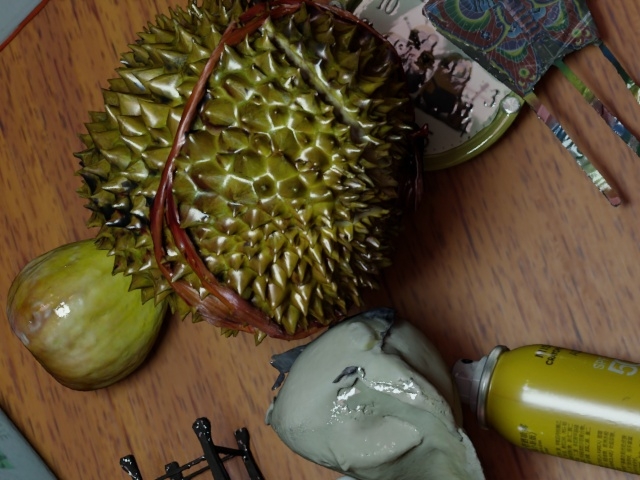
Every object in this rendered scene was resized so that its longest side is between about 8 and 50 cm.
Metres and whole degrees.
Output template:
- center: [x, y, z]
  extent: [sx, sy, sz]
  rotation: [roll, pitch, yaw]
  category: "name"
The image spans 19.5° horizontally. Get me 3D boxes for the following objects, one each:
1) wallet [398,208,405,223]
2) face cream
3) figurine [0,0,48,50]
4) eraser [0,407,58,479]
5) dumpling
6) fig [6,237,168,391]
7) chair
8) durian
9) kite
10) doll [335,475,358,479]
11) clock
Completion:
- center: [0.000, 0.000, 1.919]
  extent: [0.111, 0.030, 0.166]
  rotation: [39, 98, 20]
  category: "wallet"
- center: [0.288, 0.165, 1.748]
  extent: [0.349, 0.105, 0.105]
  rotation: [11, 87, 22]
  category: "face cream"
- center: [-0.432, -0.334, 2.079]
  extent: [0.183, 0.160, 0.226]
  rotation: [-44, 61, 10]
  category: "figurine"
- center: [-0.402, 0.218, 1.976]
  extent: [0.227, 0.174, 0.081]
  rotation: [47, 130, 20]
  category: "eraser"
- center: [0.064, 0.159, 1.776]
  extent: [0.204, 0.293, 0.163]
  rotation: [19, 71, -17]
  category: "dumpling"
- center: [-0.206, 0.042, 1.937]
  extent: [0.257, 0.159, 0.159]
  rotation: [-36, 72, 7]
  category: "fig"
- center: [-0.098, 0.306, 1.879]
  extent: [0.106, 0.113, 0.229]
  rotation: [-29, 71, 17]
  category: "chair"
- center: [-0.062, -0.079, 1.741]
  extent: [0.348, 0.384, 0.347]
  rotation: [-1, 92, -14]
  category: "durian"
- center: [0.235, -0.170, 1.823]
  extent: [0.152, 0.015, 0.285]
  rotation: [-37, 83, -3]
  category: "kite"
- center: [-0.015, 0.287, 1.830]
  extent: [0.062, 0.162, 0.106]
  rotation: [26, 121, 51]
  category: "doll"
- center: [0.108, -0.181, 1.889]
  extent: [0.237, 0.057, 0.237]
  rotation: [-2, 84, 19]
  category: "clock"
